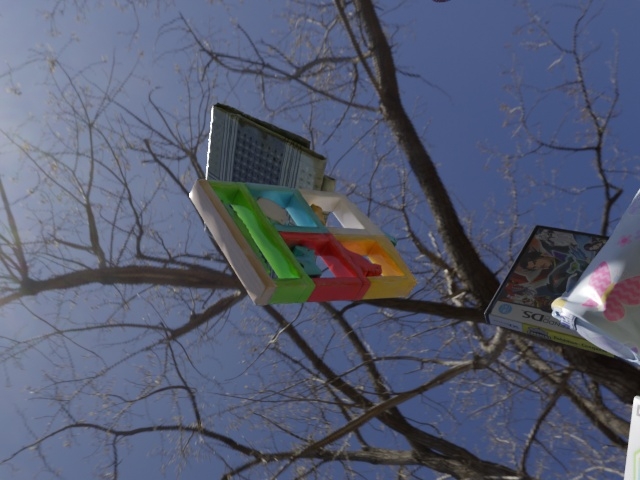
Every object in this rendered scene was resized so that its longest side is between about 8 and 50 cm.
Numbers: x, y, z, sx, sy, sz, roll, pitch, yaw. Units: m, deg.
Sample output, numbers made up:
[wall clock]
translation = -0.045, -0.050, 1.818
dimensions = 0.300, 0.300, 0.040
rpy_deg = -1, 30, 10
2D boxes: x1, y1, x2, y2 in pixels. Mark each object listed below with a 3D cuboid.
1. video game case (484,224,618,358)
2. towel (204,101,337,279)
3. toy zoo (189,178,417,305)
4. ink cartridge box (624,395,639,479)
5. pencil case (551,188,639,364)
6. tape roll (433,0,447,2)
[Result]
[video game case]
translation = 0.496, 0.086, 1.177
dimensions = 0.248, 0.035, 0.275
rpy_deg = 13, -129, 38
[towel]
translation = -0.114, -0.085, 1.204
dimensions = 0.312, 0.324, 0.056
rpy_deg = 32, -142, 30
[toy zoo]
translation = 0.000, 0.000, 0.766
dimensions = 0.293, 0.030, 0.192
rpy_deg = 2, -140, -42
[ink cartridge box]
translation = 0.301, 0.184, 0.464
dimensions = 0.062, 0.109, 0.209
rpy_deg = 10, -93, -12
[pencil case]
translation = 0.386, 0.008, 0.685
dimensions = 0.113, 0.124, 0.273
rpy_deg = 35, -89, -18
[tape roll]
translation = 0.258, -0.626, 1.300
dimensions = 0.189, 0.189, 0.080
rpy_deg = -33, -133, -17
